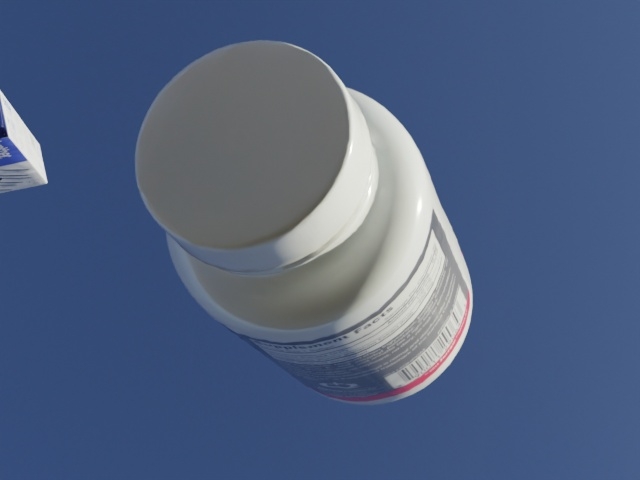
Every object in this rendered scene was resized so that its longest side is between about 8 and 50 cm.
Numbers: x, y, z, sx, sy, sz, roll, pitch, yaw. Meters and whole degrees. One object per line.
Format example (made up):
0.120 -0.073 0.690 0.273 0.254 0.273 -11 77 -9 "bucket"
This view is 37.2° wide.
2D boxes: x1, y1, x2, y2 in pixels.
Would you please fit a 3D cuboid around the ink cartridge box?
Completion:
-0.320 -0.083 0.879 0.097 0.207 0.046 -13 -96 -9 "ink cartridge box"

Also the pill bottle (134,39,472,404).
0.000 0.000 0.663 0.176 0.318 0.176 -6 -113 15 "pill bottle"
